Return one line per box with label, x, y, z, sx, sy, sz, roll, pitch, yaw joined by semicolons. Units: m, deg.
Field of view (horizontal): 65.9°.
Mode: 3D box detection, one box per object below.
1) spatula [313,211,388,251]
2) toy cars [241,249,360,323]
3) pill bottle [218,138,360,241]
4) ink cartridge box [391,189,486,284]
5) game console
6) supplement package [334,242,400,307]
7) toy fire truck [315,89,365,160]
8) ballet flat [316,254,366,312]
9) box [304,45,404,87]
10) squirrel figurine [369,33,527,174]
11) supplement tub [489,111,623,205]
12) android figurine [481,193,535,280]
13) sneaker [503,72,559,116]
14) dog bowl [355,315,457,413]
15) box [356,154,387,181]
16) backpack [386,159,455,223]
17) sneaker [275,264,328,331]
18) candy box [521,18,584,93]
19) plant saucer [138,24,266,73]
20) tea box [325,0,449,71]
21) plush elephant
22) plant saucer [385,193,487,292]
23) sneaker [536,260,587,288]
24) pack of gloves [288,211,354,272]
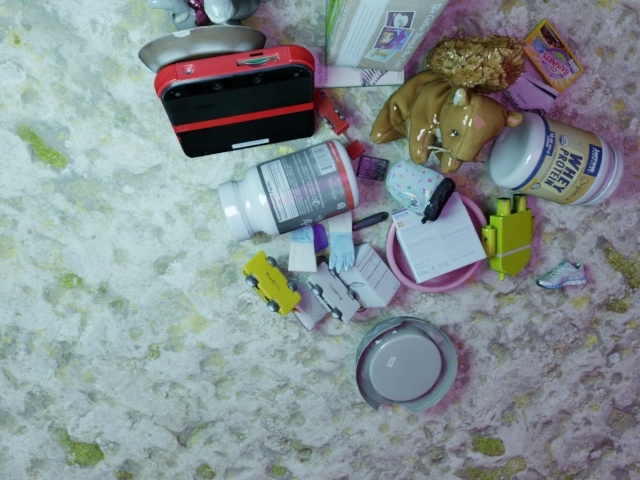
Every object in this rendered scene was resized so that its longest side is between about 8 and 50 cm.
spatula;0.073;-0.033;1.539;0.296;0.030;0.084;-18;109;-4
toy cars;-0.061;0.145;1.457;0.393;0.087;0.177;12;71;-29
pill bottle;-0.087;-0.134;1.390;0.362;0.210;0.210;-19;108;-2
ink cartridge box;0.349;-0.010;1.475;0.223;0.045;0.224;-20;81;-2
game console;-0.201;-0.346;1.277;0.386;0.342;0.060;-11;71;-5
supplement package;0.143;0.112;1.535;0.179;0.105;0.105;49;58;-18
toy fire truck;0.047;-0.329;1.410;0.047;0.135;0.192;-38;75;4
ballet flat;0.066;0.146;1.576;0.084;0.058;0.250;-40;108;4
box;0.089;-0.483;1.374;0.274;0.094;0.113;-6;107;-8
squirrel figurine;0.362;-0.373;1.298;0.280;0.370;0.397;22;98;-14
supplement tub;0.699;-0.233;1.474;0.315;0.228;0.229;13;104;-12
android figurine;0.602;-0.007;1.568;0.248;0.056;0.273;-16;109;-33
sneaker;0.597;-0.445;1.474;0.234;0.090;0.095;22;111;-13
dog bowl;0.278;0.414;1.667;0.348;0.102;0.349;-2;106;-8
box;0.157;-0.220;1.503;0.083;0.018;0.067;8;105;-11
backpack;0.281;-0.154;1.429;0.181;0.115;0.152;30;75;23
sneaker;-0.067;0.156;1.551;0.121;0.099;0.263;-38;113;-9
candy box;0.693;-0.549;1.485;0.206;0.027;0.105;41;100;-17
plant saucer;-0.282;-0.449;1.211;0.310;0.310;0.050;-11;98;-6
tea box;0.145;-0.629;1.168;0.219;0.329;0.324;2;81;-9
plush elephant;-0.295;-0.600;1.210;0.255;0.330;0.272;-15;96;19
plant saucer;0.362;0.000;1.567;0.331;0.084;0.333;-2;106;-8
sneaker;0.820;0.114;1.687;0.190;0.071;0.083;-9;102;-15
pack of gloves;0.000;0.000;1.475;0.194;0.232;0.046;2;150;-8
